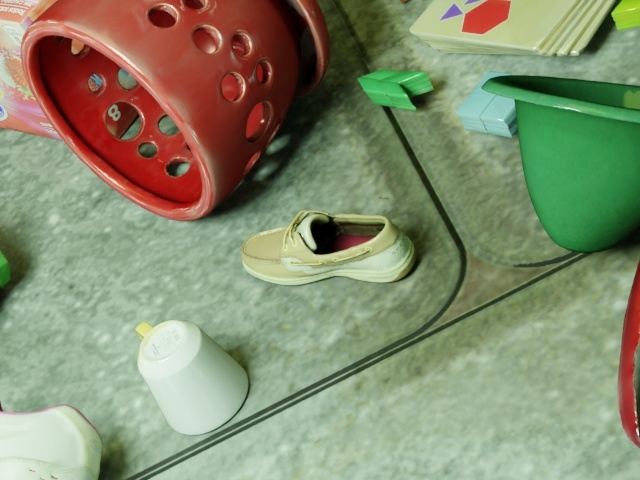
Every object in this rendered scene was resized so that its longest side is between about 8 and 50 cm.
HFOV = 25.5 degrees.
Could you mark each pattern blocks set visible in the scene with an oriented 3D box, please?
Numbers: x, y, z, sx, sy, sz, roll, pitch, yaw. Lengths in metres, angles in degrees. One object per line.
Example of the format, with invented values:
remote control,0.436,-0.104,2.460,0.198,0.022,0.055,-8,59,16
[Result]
pattern blocks set,0.172,-0.206,1.091,0.325,0.026,0.285,-44,37,-13

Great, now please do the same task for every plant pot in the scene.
plant pot,-0.103,-0.139,1.073,0.191,0.191,0.174,15,55,40

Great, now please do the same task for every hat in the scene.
hat,0.173,-0.002,0.893,0.173,0.183,0.208,14,14,29

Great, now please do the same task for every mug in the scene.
mug,-0.096,0.086,0.936,0.078,0.064,0.062,-2,49,30

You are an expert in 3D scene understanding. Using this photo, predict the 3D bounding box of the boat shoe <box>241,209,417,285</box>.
boat shoe,0.000,0.000,0.979,0.135,0.045,0.050,-3,48,29

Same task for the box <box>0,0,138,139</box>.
box,-0.283,-0.198,1.270,0.300,0.154,0.142,14,58,38

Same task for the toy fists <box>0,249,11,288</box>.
toy fists,-0.384,0.002,1.099,0.279,0.096,0.142,38,55,10

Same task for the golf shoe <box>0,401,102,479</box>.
golf shoe,-0.279,0.170,0.943,0.306,0.115,0.140,0,38,22
